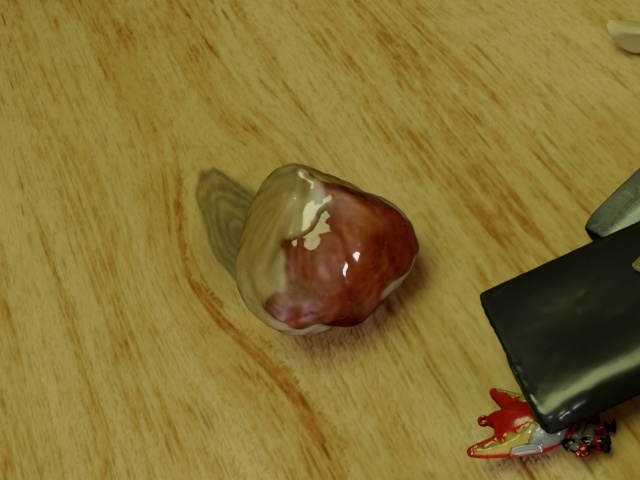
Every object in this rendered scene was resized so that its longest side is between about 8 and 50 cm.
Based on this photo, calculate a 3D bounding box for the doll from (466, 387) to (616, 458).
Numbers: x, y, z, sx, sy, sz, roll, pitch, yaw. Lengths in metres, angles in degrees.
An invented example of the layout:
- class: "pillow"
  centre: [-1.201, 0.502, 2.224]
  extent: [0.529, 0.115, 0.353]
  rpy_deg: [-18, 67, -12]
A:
- class: "doll"
  centre: [0.272, 0.230, 1.491]
  extent: [0.169, 0.057, 0.109]
  rpy_deg: [7, 44, 24]

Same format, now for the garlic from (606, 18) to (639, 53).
- class: "garlic"
  centre: [0.463, -0.301, 1.794]
  extent: [0.083, 0.053, 0.041]
  rpy_deg: [21, 70, 51]

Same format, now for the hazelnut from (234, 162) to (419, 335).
- class: "hazelnut"
  centre: [0.000, 0.000, 1.725]
  extent: [0.261, 0.241, 0.261]
  rpy_deg: [-15, 45, 16]

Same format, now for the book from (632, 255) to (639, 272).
- class: "book"
  centre: [0.496, 0.002, 1.455]
  extent: [0.192, 0.013, 0.168]
  rpy_deg: [-43, 48, -16]

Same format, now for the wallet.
- class: "wallet"
  centre: [0.415, 0.067, 1.488]
  extent: [0.406, 0.062, 0.228]
  rpy_deg: [-24, 45, 4]

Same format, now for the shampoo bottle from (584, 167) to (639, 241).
- class: "shampoo bottle"
  centre: [0.456, -0.074, 1.617]
  extent: [0.234, 0.049, 0.087]
  rpy_deg: [-42, 46, -4]
